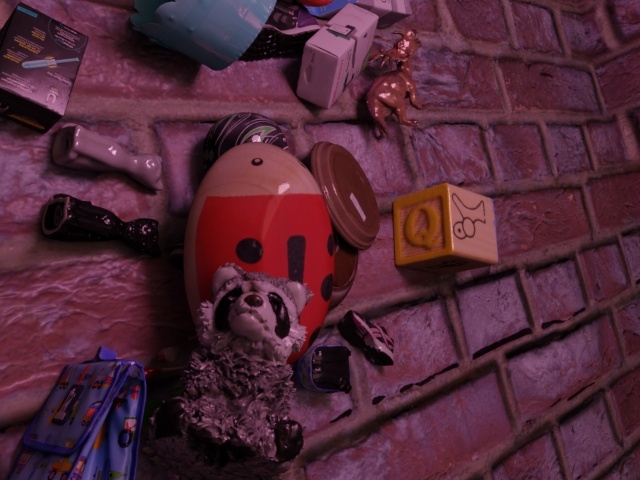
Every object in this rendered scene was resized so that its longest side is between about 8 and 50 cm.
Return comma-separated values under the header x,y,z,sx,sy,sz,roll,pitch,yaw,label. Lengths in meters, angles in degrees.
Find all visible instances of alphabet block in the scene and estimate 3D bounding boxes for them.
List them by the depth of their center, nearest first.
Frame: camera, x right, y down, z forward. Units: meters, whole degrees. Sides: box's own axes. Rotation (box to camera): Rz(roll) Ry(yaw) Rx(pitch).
x,y,z,sx,sy,sz,roll,pitch,yaw,label
0.326,-0.023,1.641,0.197,0.193,0.192,13,69,-39,alphabet block

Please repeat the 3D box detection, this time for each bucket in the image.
x,y,z,sx,sy,sz,roll,pitch,yaw,label
-0.223,-0.485,1.227,0.183,0.281,0.281,29,60,-35,bucket

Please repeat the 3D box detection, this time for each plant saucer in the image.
x,y,z,sx,sy,sz,roll,pitch,yaw,label
0.000,0.000,1.390,0.311,0.050,0.310,27,55,-47,plant saucer
0.067,-0.111,1.467,0.278,0.041,0.277,45,33,-40,plant saucer

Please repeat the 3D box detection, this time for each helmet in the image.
x,y,z,sx,sy,sz,roll,pitch,yaw,label
-0.153,-0.182,1.275,0.169,0.169,0.161,15,85,-39,helmet

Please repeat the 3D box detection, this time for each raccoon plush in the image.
x,y,z,sx,sy,sz,roll,pitch,yaw,label
-0.168,0.238,1.024,0.216,0.446,0.299,24,47,-18,raccoon plush

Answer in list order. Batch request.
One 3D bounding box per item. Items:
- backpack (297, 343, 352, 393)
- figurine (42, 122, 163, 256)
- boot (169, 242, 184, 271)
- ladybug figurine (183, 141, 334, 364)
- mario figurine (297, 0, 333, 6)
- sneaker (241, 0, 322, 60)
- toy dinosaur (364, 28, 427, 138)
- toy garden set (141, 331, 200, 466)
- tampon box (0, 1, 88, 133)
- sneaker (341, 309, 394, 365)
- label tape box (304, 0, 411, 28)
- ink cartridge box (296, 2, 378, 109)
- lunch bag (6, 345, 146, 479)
x,y,z,sx,sy,sz,roll,pitch,yaw,label
0.001,0.275,1.337,0.114,0.084,0.105,13,70,-43,backpack
-0.368,-0.088,1.116,0.209,0.092,0.214,18,66,-46,figurine
-0.189,-0.011,1.253,0.236,0.085,0.178,16,63,-38,boot
-0.090,0.044,1.143,0.305,0.162,0.449,-8,99,-38,ladybug figurine
-0.074,-0.618,1.368,0.321,0.198,0.170,22,65,-40,mario figurine
-0.125,-0.500,1.450,0.283,0.107,0.124,-20,75,-46,sneaker
0.177,-0.397,1.638,0.200,0.127,0.295,52,53,-33,toy dinosaur
-0.236,0.266,1.155,0.244,0.049,0.203,-16,91,-43,toy garden set
-0.483,-0.284,1.045,0.120,0.101,0.161,24,64,-35,tampon box
0.114,0.219,1.479,0.178,0.072,0.077,52,38,-29,sneaker
0.078,-0.718,1.653,0.348,0.115,0.249,-10,89,-47,label tape box
0.041,-0.446,1.514,0.093,0.160,0.219,27,53,11,ink cartridge box
-0.349,0.302,0.919,0.138,0.221,0.293,28,61,-33,lunch bag
